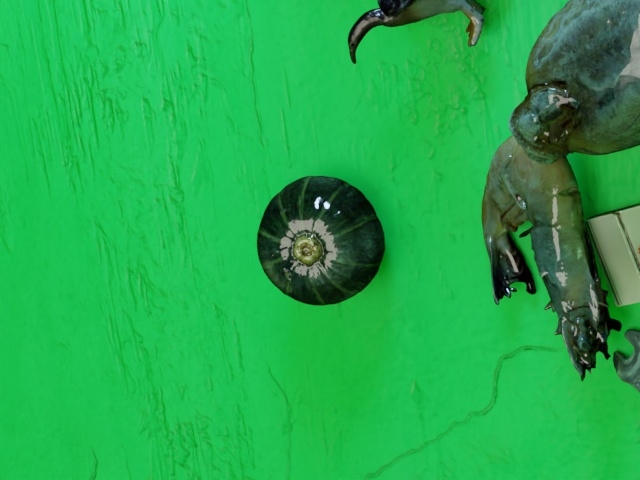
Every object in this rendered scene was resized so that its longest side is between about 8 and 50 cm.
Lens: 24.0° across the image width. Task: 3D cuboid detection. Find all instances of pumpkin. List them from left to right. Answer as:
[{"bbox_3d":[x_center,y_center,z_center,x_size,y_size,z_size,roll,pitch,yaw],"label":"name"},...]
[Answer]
[{"bbox_3d":[-0.001,0.000,1.918,0.167,0.125,0.167,5,114,11],"label":"pumpkin"}]

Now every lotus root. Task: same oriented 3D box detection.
[{"bbox_3d":[0.345,-0.204,1.541,0.350,0.175,0.175,-31,87,38],"label":"lotus root"}]

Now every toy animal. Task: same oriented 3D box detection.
[{"bbox_3d":[0.111,-0.268,1.704,0.160,0.272,0.197,16,119,-8],"label":"toy animal"}]

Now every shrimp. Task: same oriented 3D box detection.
[{"bbox_3d":[0.248,0.019,1.755,0.178,0.075,0.289,-6,105,59],"label":"shrimp"}]

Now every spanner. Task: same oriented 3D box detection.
[{"bbox_3d":[0.411,0.230,1.689,0.071,0.017,0.302,-57,49,41],"label":"spanner"}]

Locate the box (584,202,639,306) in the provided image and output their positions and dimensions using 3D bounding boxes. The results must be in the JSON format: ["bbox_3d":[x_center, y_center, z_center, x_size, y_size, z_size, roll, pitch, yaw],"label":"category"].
[{"bbox_3d":[0.396,0.003,1.667,0.198,0.029,0.109,-18,97,41],"label":"box"}]
